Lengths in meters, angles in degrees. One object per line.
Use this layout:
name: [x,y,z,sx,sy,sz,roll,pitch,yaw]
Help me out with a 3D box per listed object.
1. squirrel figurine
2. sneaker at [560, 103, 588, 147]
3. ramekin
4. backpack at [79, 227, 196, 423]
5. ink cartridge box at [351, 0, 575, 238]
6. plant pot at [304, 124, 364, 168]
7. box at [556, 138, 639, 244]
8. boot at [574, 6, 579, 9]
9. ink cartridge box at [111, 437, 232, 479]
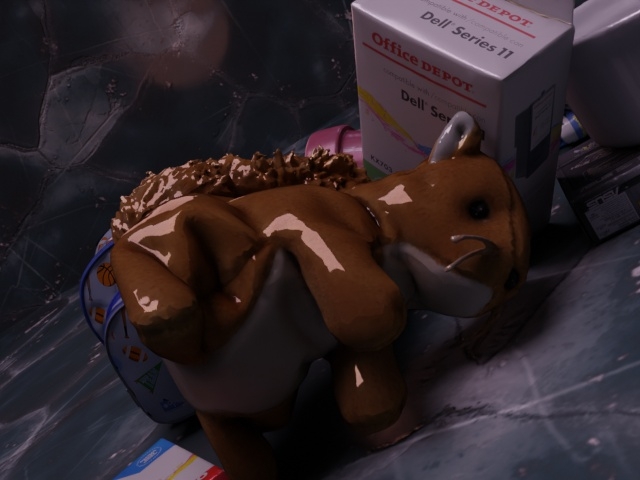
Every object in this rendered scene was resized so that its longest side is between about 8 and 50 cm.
squirrel figurine: [0.000,0.000,0.911,0.370,0.281,0.397,-28,35,-7]
sneaker: [0.340,-0.165,1.323,0.059,0.053,0.144,-37,12,-8]
ramekin: [0.375,-0.216,0.969,0.277,0.135,0.277,-31,11,7]
backpack: [-0.178,0.085,1.180,0.276,0.263,0.213,-31,13,5]
ink cartridge box: [0.145,-0.155,0.973,0.119,0.353,0.207,-37,53,-25]
plant pot: [0.095,-0.084,1.344,0.180,0.201,0.201,-12,20,20]
box: [0.370,-0.098,0.981,0.231,0.056,0.183,-30,12,15]
boot: [0.519,-0.419,1.737,0.246,0.094,0.207,-34,15,25]
ink cartridge box: [-0.140,0.265,0.824,0.134,0.078,0.231,-39,14,-23]
